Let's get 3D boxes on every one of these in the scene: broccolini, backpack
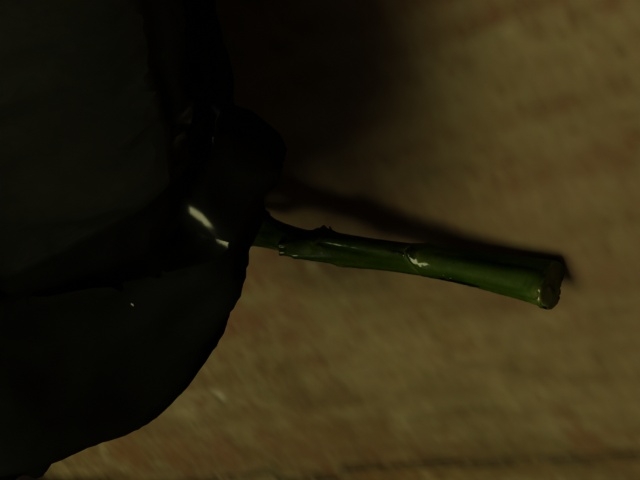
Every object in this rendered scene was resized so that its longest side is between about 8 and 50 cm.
[{"bbox_3d":[-0.001,-0.001,0.753,0.218,0.044,0.042,11,132,47],"label":"broccolini"},{"bbox_3d":[-0.152,-0.118,0.613,0.363,0.255,0.445,42,152,8],"label":"backpack"}]
